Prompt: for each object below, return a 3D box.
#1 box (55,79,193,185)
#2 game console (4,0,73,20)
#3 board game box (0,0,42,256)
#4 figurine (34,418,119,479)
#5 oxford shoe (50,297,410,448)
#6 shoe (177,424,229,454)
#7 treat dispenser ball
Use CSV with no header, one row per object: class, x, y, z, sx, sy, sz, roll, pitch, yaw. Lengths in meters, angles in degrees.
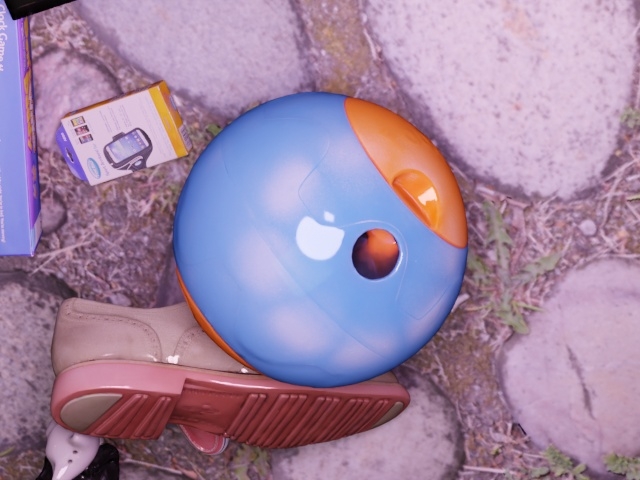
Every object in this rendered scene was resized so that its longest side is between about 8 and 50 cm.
box,-0.212,-0.112,1.720,0.136,0.028,0.081,-15,108,21
game console,-0.379,-0.295,1.558,0.361,0.044,0.213,-18,115,6
board game box,-0.419,-0.156,1.677,0.233,0.078,0.347,0,109,-2
figurine,-0.271,0.242,1.781,0.092,0.209,0.215,25,115,1
oxford shoe,-0.088,0.126,1.695,0.397,0.146,0.140,9,143,-27
shoe,-0.156,0.175,1.797,0.063,0.081,0.178,-14,109,18
treat dispenser ball,0.000,0.000,1.572,0.288,0.288,0.288,5,113,11
